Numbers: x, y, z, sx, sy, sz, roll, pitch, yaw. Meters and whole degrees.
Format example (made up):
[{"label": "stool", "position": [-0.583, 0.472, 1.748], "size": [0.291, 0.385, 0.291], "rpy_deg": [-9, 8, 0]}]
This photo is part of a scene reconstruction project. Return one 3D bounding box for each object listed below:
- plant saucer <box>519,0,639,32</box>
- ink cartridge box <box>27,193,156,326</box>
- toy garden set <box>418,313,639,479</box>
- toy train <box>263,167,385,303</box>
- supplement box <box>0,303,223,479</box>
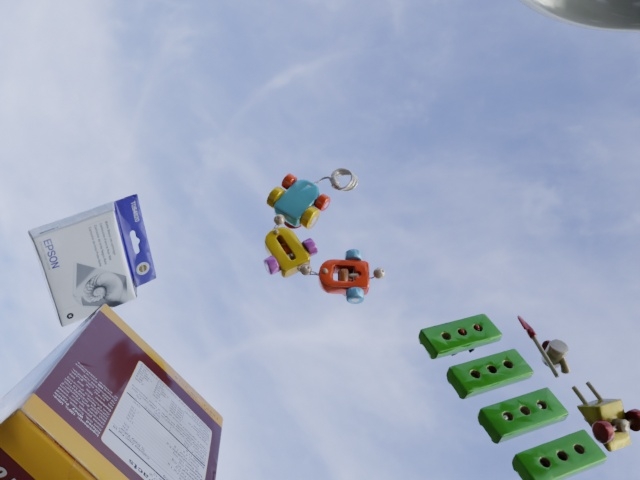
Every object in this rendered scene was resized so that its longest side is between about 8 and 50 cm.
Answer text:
[{"label": "plant saucer", "position": [0.394, -0.368, 0.808], "size": [0.400, 0.400, 0.101], "rpy_deg": [-6, -106, 42]}, {"label": "ink cartridge box", "position": [-0.443, 0.041, 1.481], "size": [0.045, 0.224, 0.223], "rpy_deg": [38, -37, 45]}, {"label": "toy garden set", "position": [0.268, 0.194, 0.942], "size": [0.244, 0.203, 0.049], "rpy_deg": [55, -36, 41]}, {"label": "toy train", "position": [0.000, 0.000, 0.801], "size": [0.046, 0.125, 0.166], "rpy_deg": [95, -8, -56]}, {"label": "supplement box", "position": [-0.177, 0.171, 0.464], "size": [0.191, 0.194, 0.129], "rpy_deg": [-43, -80, 4]}]
